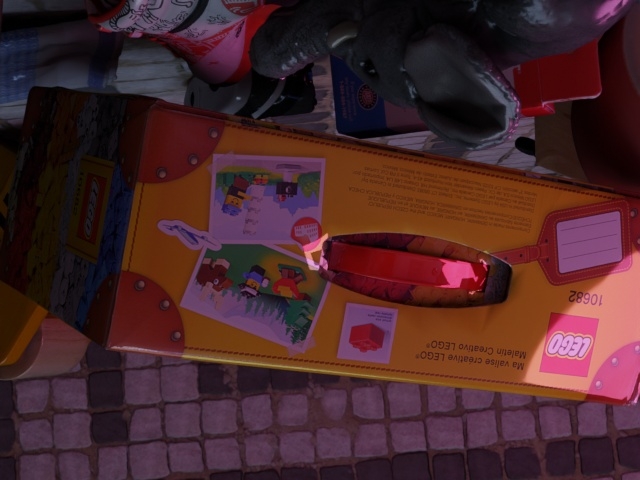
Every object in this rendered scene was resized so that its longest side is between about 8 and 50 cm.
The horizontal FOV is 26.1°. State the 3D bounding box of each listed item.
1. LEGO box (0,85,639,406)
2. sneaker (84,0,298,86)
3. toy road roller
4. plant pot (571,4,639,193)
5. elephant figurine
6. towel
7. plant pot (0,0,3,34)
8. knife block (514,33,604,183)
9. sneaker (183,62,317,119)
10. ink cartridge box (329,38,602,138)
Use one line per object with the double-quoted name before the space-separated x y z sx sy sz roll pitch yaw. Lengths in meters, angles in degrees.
"LEGO box" 0.000 0.000 1.268 0.500 0.193 0.372 9 -176 -27
"sneaker" -0.112 -0.184 1.049 0.145 0.090 0.270 -3 172 -17
"toy road roller" -0.384 0.000 1.826 0.240 0.329 0.202 31 -173 18
"plant pot" 0.364 -0.140 1.243 0.275 0.275 0.243 -6 167 9
"elephant figurine" 0.090 -0.145 0.910 0.169 0.186 0.239 -13 152 -34
"towel" -0.325 -0.153 1.300 0.285 0.034 0.209 -13 177 -14
"plant pot" -0.362 -0.066 1.049 0.256 0.274 0.256 -5 175 0
"knife block" 0.301 -0.113 1.584 0.088 0.275 0.242 -5 146 -9
"sneaker" -0.071 -0.154 1.539 0.121 0.079 0.217 -2 174 -22
"ink cartridge box" 0.127 -0.169 1.210 0.231 0.134 0.078 -6 178 16
